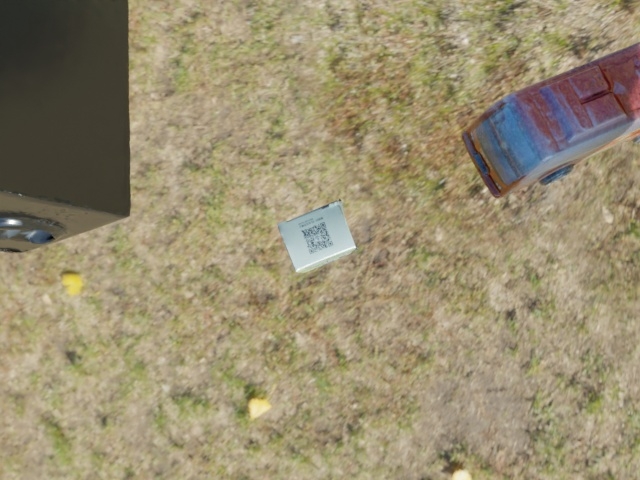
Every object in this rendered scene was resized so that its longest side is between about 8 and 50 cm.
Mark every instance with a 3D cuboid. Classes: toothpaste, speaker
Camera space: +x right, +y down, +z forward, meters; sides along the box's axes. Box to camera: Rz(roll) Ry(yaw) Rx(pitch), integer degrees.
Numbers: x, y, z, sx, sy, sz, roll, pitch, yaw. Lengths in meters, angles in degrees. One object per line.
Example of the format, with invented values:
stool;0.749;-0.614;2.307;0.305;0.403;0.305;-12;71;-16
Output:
toothpaste;0.000;0.000;1.117;0.081;0.336;0.067;-21;87;0
speaker;-0.311;-0.124;0.692;0.184;0.254;0.232;-14;73;38

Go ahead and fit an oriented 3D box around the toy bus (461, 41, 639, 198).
toy bus;0.195;-0.094;0.569;0.065;0.192;0.077;63;162;10
